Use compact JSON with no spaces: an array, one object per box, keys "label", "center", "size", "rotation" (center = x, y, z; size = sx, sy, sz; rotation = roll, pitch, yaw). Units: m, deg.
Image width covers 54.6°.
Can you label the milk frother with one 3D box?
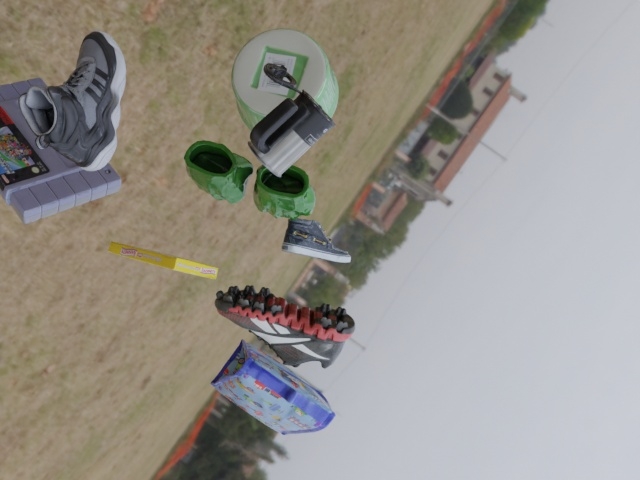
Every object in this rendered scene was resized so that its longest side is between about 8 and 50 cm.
[{"label":"milk frother","center":[-0.073,-0.211,1.067],"size":[0.135,0.143,0.129],"rotation":[-41,143,10]}]

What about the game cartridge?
[{"label":"game cartridge","center":[-0.630,-0.209,1.351],"size":[0.230,0.355,0.068],"rotation":[-26,157,-43]}]

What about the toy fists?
[{"label":"toy fists","center":[-0.142,-0.120,1.267],"size":[0.142,0.279,0.096],"rotation":[98,9,-67]}]

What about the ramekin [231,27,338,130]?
[{"label":"ramekin","center":[-0.104,-0.440,1.741],"size":[0.303,0.303,0.148],"rotation":[-55,169,-5]}]

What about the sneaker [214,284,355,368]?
[{"label":"sneaker","center":[-0.078,0.175,1.204],"size":[0.097,0.276,0.135],"rotation":[-80,-174,-70]}]

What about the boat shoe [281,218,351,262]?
[{"label":"boat shoe","center":[0.000,0.000,1.420],"size":[0.065,0.183,0.083],"rotation":[6,-96,56]}]

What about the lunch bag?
[{"label":"lunch bag","center":[-0.102,0.335,1.369],"size":[0.138,0.221,0.293],"rotation":[-55,-172,-16]}]

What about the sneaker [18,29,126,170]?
[{"label":"sneaker","center":[-0.433,-0.267,1.090],"size":[0.153,0.101,0.268],"rotation":[19,68,-59]}]

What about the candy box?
[{"label":"candy box","center":[-0.301,0.037,1.180],"size":[0.105,0.206,0.027],"rotation":[16,85,-52]}]
